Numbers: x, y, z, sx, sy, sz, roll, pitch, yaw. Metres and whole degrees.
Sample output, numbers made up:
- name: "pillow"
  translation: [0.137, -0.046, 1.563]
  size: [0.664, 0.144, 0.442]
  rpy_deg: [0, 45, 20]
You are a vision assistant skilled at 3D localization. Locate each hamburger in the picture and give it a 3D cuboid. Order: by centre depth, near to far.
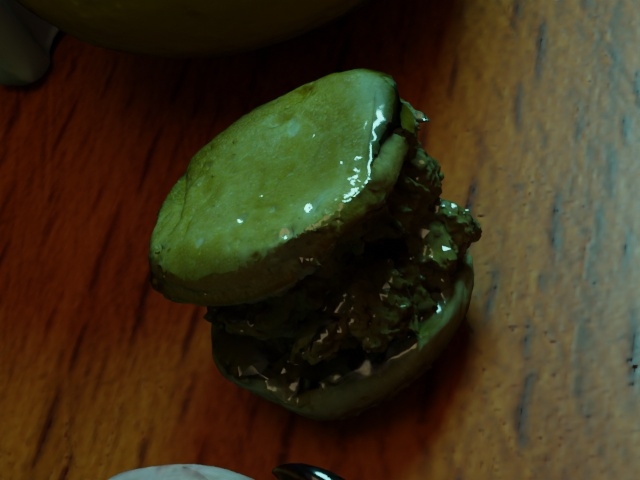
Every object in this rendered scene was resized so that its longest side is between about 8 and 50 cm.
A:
- name: "hamburger"
  translation: [0.000, 0.000, 0.719]
  size: [0.159, 0.131, 0.185]
  rpy_deg: [-13, 40, 30]

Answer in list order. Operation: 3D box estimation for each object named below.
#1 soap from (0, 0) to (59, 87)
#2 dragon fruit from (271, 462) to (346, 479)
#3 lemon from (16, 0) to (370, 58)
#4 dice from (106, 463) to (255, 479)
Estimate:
- name: "soap"
  translation: [-0.326, -0.264, 0.959]
  size: [0.208, 0.347, 0.115]
  rpy_deg: [10, 59, 35]
- name: "dragon fruit"
  translation: [-0.047, 0.195, 0.466]
  size: [0.307, 0.227, 0.243]
  rpy_deg: [24, 61, 9]
- name: "lemon"
  translation: [-0.072, -0.271, 0.849]
  size: [0.347, 0.348, 0.348]
  rpy_deg: [-15, 47, 16]
- name: "dice"
  translation: [-0.062, 0.160, 0.630]
  size: [0.093, 0.094, 0.091]
  rpy_deg: [-11, 49, 21]
